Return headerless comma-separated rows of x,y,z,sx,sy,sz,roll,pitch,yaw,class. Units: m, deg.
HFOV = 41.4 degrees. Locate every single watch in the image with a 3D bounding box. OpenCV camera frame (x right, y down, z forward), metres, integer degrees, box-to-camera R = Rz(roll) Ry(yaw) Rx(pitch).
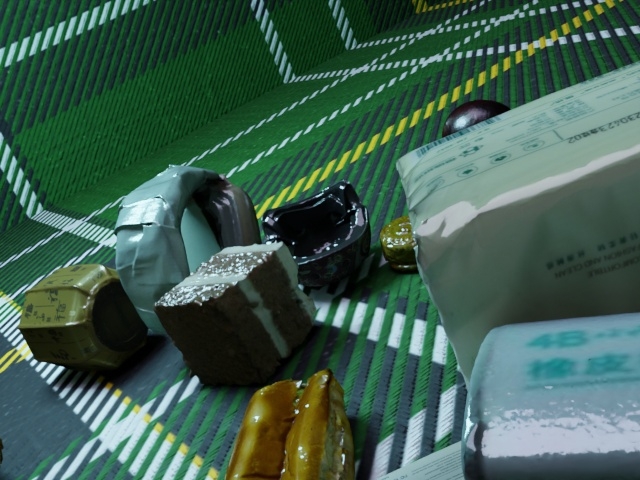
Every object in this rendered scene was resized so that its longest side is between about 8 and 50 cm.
-0.198,0.011,1.201,0.161,0.253,0.241,-19,-19,18,watch

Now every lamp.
-0.350,0.115,1.262,0.185,0.161,0.161,-10,23,40,lamp

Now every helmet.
0.003,0.007,1.206,0.153,0.107,0.177,-20,38,3,helmet

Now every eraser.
0.252,0.113,0.569,0.289,0.104,0.189,-8,16,20,eraser

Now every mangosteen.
0.248,-0.152,1.330,0.140,0.140,0.140,-21,19,8,mangosteen

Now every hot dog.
-0.024,0.198,0.762,0.115,0.072,0.269,-20,18,15,hot dog

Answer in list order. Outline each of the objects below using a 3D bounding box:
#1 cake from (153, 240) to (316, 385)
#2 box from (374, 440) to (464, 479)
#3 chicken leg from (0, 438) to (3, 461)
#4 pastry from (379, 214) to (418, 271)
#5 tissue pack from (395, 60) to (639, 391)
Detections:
-0.100,0.087,1.054,0.134,0.135,0.147,-8,29,39,cake
0.104,0.228,0.589,0.129,0.033,0.247,-23,18,-1,box
-0.539,0.286,1.046,0.295,0.182,0.409,-48,21,-16,chicken leg
0.129,0.001,1.143,0.097,0.057,0.109,-14,23,13,pastry
0.276,-0.032,0.813,0.380,0.207,0.297,-20,17,10,tissue pack
